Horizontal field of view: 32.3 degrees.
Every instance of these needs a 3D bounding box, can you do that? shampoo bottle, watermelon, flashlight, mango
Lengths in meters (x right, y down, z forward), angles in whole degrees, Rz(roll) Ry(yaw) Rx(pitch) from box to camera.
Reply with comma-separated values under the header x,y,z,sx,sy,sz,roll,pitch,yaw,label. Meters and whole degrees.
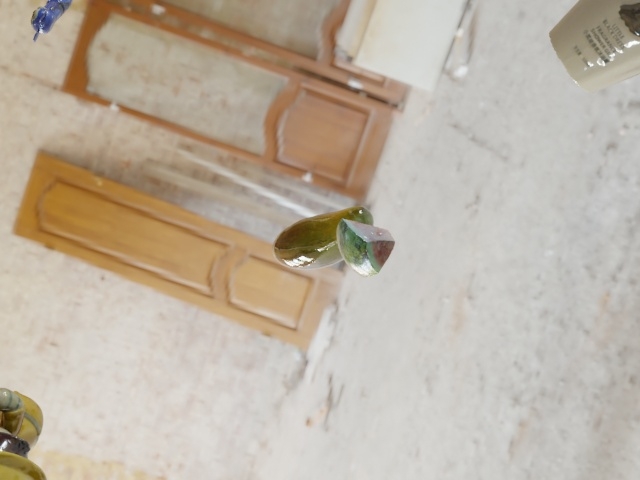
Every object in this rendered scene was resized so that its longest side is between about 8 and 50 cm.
x,y,z,sx,sy,sz,roll,pitch,yaw,label
0.350,-0.245,1.083,0.257,0.127,0.078,-35,-1,32,shampoo bottle
0.059,0.003,1.569,0.084,0.092,0.072,-21,13,48,watermelon
-0.402,-0.340,1.640,0.057,0.035,0.121,-59,8,35,flashlight
0.000,0.000,2.291,0.267,0.133,0.111,-21,69,38,mango

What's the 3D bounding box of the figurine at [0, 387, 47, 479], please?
x,y,z,sx,sy,sz,roll,pitch,yaw,label
-0.434,0.295,1.430,0.192,0.167,0.257,-47,10,25,figurine
